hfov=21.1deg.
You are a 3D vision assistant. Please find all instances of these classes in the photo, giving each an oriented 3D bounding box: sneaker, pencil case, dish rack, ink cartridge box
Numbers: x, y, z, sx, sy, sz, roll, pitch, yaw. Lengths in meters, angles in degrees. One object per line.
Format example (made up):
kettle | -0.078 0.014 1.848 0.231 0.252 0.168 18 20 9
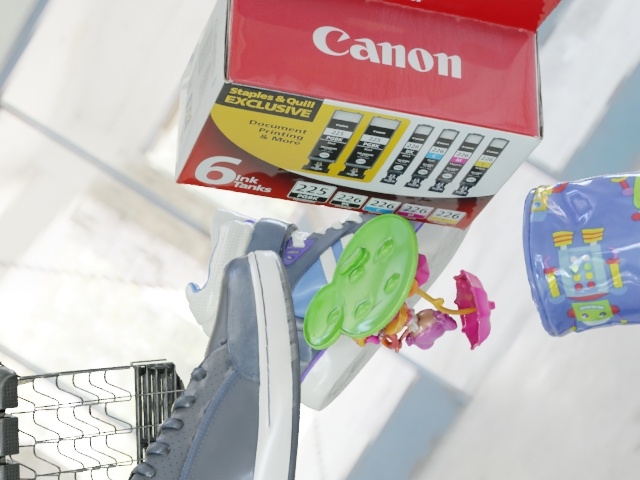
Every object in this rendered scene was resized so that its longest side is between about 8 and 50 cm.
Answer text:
sneaker | 0.000 0.000 1.860 0.323 0.236 0.130 -51 -13 -7
pencil case | 0.309 -0.010 1.320 0.133 0.306 0.119 -84 -23 -43
dish rack | -0.268 0.232 1.929 0.074 0.271 0.208 2 93 48
ink cartridge box | 0.042 -0.143 1.624 0.272 0.309 0.130 124 152 -59
sneaker | -0.092 0.108 0.794 0.086 0.163 0.226 102 173 -73

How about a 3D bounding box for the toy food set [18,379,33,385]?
toy food set | -0.458 0.168 2.078 0.132 0.038 0.192 -13 -8 34

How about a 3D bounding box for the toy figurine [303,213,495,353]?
toy figurine | 0.096 0.073 1.737 0.173 0.159 0.130 -43 39 31
